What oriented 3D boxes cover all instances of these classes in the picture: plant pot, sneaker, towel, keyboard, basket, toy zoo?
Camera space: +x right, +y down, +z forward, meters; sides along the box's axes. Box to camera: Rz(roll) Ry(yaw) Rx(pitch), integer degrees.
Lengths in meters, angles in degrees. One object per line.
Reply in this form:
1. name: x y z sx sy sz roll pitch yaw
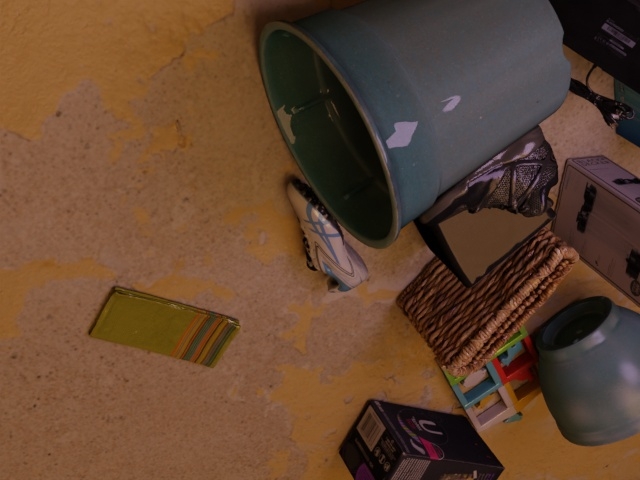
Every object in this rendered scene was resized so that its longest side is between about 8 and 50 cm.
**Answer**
1. plant pot: 0.237 -0.068 1.444 0.188 0.187 0.167 -41 115 4
2. plant pot: 0.555 0.236 1.739 0.293 0.293 0.196 -36 101 0
3. sneaker: 0.264 -0.064 1.318 0.227 0.087 0.130 -33 96 -4
4. plant pot: 0.142 -0.215 1.221 0.334 0.341 0.341 -30 128 -14
5. towel: -0.254 0.148 1.443 0.237 0.021 0.102 20 109 -33
6. keyboard: 0.444 -0.295 1.356 0.033 0.317 0.201 -50 173 -43
7. basket: 0.331 0.109 1.564 0.213 0.223 0.299 34 101 -36
8. sneaker: 0.000 0.000 1.430 0.086 0.085 0.237 -29 125 4
9. toy zoo: 0.371 0.287 1.817 0.192 0.030 0.293 -34 129 -2

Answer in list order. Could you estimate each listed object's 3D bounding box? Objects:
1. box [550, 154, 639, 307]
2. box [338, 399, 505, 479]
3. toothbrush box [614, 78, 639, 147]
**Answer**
1. box: 0.539 -0.017 1.538 0.087 0.290 0.169 -10 122 -21
2. box: 0.203 0.440 1.749 0.270 0.165 0.143 16 112 -33
3. toothbrush box: 0.603 -0.280 1.448 0.126 0.216 0.295 -25 126 -9
